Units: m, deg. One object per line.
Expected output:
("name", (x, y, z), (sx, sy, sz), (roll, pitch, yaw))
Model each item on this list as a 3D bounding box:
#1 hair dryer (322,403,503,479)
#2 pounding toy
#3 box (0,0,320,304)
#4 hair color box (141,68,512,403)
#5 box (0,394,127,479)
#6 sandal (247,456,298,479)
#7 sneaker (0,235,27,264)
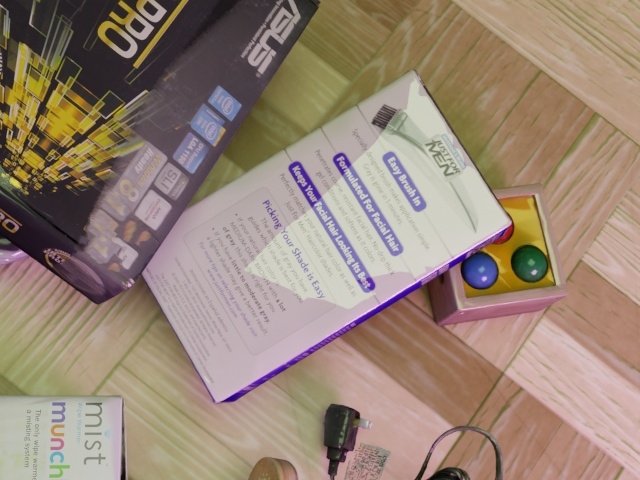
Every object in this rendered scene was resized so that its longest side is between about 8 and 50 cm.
("hair dryer", (0.030, 0.292, 1.092), (0.080, 0.223, 0.293), (37, 69, -41))
("pounding toy", (0.142, -0.006, 1.250), (0.206, 0.094, 0.181), (-7, 76, -14))
("box", (-0.221, -0.187, 1.104), (0.318, 0.097, 0.395), (41, 60, -17))
("hair color box", (0.000, 0.000, 1.165), (0.339, 0.110, 0.185), (-31, 81, 2))
("box", (-0.290, 0.206, 1.015), (0.231, 0.262, 0.127), (3, 75, -12))
("sandal", (-0.093, 0.317, 1.077), (0.079, 0.088, 0.240), (17, 86, -34))
("sneaker", (-0.264, -0.075, 1.170), (0.268, 0.101, 0.153), (-19, 94, -12))
